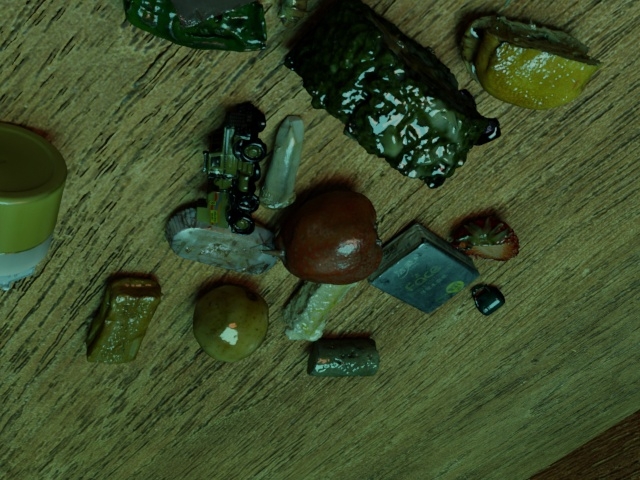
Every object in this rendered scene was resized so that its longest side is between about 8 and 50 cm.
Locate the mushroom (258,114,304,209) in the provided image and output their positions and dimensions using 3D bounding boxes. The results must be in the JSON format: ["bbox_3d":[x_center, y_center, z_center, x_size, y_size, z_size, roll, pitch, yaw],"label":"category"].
[{"bbox_3d":[-0.072,-0.156,1.555,0.084,0.071,0.209,-4,133,-25],"label":"mushroom"}]

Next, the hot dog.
[{"bbox_3d":[-0.208,0.000,1.663,0.268,0.075,0.144,23,120,-33],"label":"hot dog"}]

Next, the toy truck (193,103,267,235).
[{"bbox_3d":[-0.173,-0.140,1.495,0.127,0.127,0.257,9,132,-9],"label":"toy truck"}]

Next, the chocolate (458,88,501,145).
[{"bbox_3d":[0.309,-0.245,1.540,0.070,0.147,0.072,1,128,-16],"label":"chocolate"}]

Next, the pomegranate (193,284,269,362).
[{"bbox_3d":[-0.220,0.201,1.807,0.196,0.196,0.196,-11,138,-10],"label":"pomegranate"}]

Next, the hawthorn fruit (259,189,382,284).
[{"bbox_3d":[0.000,0.000,1.653,0.262,0.211,0.210,-9,138,2],"label":"hawthorn fruit"}]

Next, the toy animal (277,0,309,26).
[{"bbox_3d":[-0.031,-0.466,1.249,0.099,0.057,0.241,5,132,-34],"label":"toy animal"}]

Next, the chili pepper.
[{"bbox_3d":[-0.204,-0.367,1.268,0.253,0.083,0.099,3,131,-28],"label":"chili pepper"}]

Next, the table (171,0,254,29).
[{"bbox_3d":[-0.174,-0.460,1.107,0.169,0.172,0.193,-22,143,2],"label":"table"}]

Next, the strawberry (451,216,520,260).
[{"bbox_3d":[0.412,-0.004,1.899,0.167,0.087,0.208,-4,167,12],"label":"strawberry"}]

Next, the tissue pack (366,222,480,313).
[{"bbox_3d":[0.254,0.074,1.908,0.185,0.081,0.257,-41,136,22],"label":"tissue pack"}]

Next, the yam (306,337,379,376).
[{"bbox_3d":[0.057,0.322,2.082,0.194,0.107,0.107,2,134,-21],"label":"yam"}]

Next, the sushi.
[{"bbox_3d":[0.132,-0.255,1.353,0.352,0.294,0.178,25,118,-37],"label":"sushi"}]

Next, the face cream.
[{"bbox_3d":[-0.572,-0.076,1.336,0.218,0.218,0.179,7,131,-27],"label":"face cream"}]

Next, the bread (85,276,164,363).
[{"bbox_3d":[-0.456,0.190,1.772,0.139,0.077,0.271,4,135,-29],"label":"bread"}]

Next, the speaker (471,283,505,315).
[{"bbox_3d":[0.458,0.162,2.093,0.094,0.060,0.075,27,120,-39],"label":"speaker"}]

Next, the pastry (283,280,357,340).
[{"bbox_3d":[-0.004,0.151,1.888,0.121,0.089,0.258,12,131,-25],"label":"pastry"}]

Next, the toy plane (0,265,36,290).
[{"bbox_3d":[-0.714,0.072,1.531,0.251,0.101,0.255,14,130,-16],"label":"toy plane"}]

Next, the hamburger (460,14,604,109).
[{"bbox_3d":[0.386,-0.341,1.469,0.282,0.144,0.157,7,139,-21],"label":"hamburger"}]

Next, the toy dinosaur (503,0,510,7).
[{"bbox_3d":[0.406,-0.509,1.374,0.106,0.044,0.187,-17,140,-26],"label":"toy dinosaur"}]
